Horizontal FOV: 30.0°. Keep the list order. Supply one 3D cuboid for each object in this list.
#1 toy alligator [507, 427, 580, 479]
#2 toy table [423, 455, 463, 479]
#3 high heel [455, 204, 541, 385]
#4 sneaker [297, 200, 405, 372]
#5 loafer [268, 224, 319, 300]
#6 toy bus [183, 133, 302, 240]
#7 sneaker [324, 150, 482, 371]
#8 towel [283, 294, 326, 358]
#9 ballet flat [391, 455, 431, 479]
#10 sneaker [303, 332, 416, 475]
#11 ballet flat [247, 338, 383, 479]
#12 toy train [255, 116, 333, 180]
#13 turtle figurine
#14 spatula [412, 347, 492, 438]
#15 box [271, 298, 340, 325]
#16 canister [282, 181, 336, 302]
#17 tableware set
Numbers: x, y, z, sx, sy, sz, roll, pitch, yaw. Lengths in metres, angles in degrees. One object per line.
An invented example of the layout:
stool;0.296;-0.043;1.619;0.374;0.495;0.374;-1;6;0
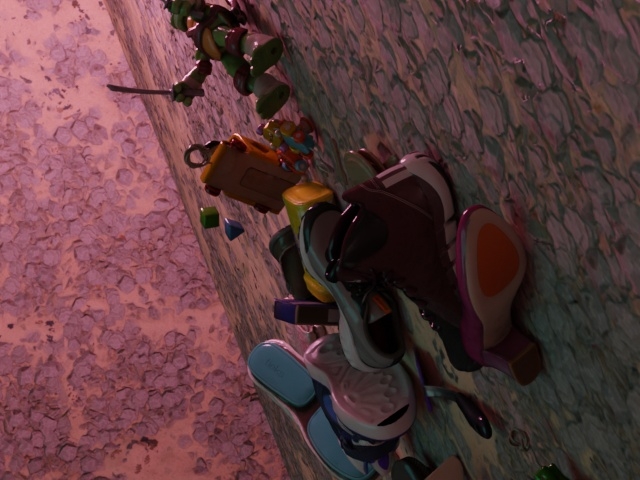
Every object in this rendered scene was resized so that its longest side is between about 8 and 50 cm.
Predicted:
toy alligator;0.271;0.285;1.311;0.051;0.056;0.190;20;-148;-48
toy table;0.153;0.448;1.712;0.161;0.252;0.274;47;154;12
high heel;0.166;0.045;1.271;0.117;0.082;0.244;36;160;49
sneaker;0.057;0.065;1.768;0.108;0.100;0.272;-14;101;63
loafer;-0.021;0.049;2.067;0.087;0.094;0.251;57;173;29
toy bus;-0.133;-0.123;1.984;0.104;0.190;0.202;-127;19;-50
sneaker;0.090;0.047;1.399;0.106;0.162;0.281;-146;36;-69
towel;-0.009;0.260;2.442;0.187;0.049;0.282;-138;29;-65
ballet flat;0.198;0.445;1.889;0.250;0.058;0.084;53;126;33
sneaker;0.096;0.300;1.934;0.236;0.130;0.323;64;167;-25
ballet flat;0.012;0.332;2.280;0.400;0.139;0.139;40;153;38
toy train;-0.032;-0.148;1.868;0.125;0.046;0.166;43;165;-20
turtle figurine;-0.195;-0.286;1.876;0.266;0.274;0.198;32;115;32
spatula;0.174;0.214;1.632;0.296;0.030;0.084;-153;45;-72
box;0.005;0.117;1.942;0.225;0.136;0.037;-175;88;-77
canister;0.000;0.000;1.910;0.126;0.073;0.170;-142;34;-68
tableware set;0.079;-0.050;1.576;0.128;0.039;0.194;42;159;39
